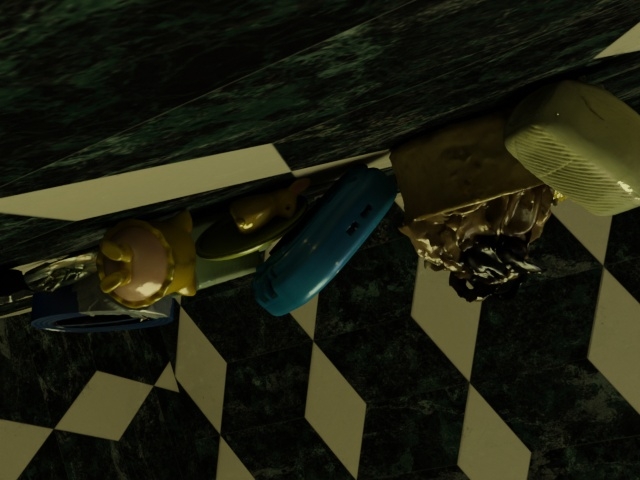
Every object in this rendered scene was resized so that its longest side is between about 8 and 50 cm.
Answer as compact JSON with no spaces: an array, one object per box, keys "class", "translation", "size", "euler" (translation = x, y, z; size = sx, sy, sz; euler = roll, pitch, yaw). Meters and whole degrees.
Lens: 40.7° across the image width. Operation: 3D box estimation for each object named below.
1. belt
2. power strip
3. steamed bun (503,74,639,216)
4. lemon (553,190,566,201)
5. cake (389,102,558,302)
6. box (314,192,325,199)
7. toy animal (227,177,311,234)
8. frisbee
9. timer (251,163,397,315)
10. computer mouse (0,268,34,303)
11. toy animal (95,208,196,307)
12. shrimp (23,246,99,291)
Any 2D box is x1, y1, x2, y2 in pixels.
[{"class":"belt","translation":[-0.476,0.124,1.869],"size":[0.347,0.117,0.212],"euler":[-8,161,26]},{"class":"power strip","translation":[-0.211,0.018,1.800],"size":[0.224,0.139,0.140],"euler":[-16,177,-38]},{"class":"steamed bun","translation":[0.415,-0.155,1.318],"size":[0.152,0.239,0.170],"euler":[-58,-174,-12]},{"class":"lemon","translation":[0.491,-0.169,1.973],"size":[0.231,0.192,0.192],"euler":[-10,-178,23]},{"class":"cake","translation":[0.305,-0.055,1.533],"size":[0.332,0.321,0.332],"euler":[-16,180,0]},{"class":"box","translation":[0.029,-0.115,2.120],"size":[0.083,0.012,0.046],"euler":[-16,178,12]},{"class":"toy animal","translation":[-0.084,-0.066,1.561],"size":[0.159,0.070,0.083],"euler":[-24,-169,-10]},{"class":"frisbee","translation":[-0.130,-0.026,1.635],"size":[0.236,0.017,0.236],"euler":[-20,-158,8]},{"class":"timer","translation":[0.000,0.000,1.671],"size":[0.309,0.115,0.340],"euler":[-51,-174,-20]},{"class":"computer mouse","translation":[-0.574,0.079,1.535],"size":[0.099,0.057,0.172],"euler":[-19,-169,-31]},{"class":"toy animal","translation":[-0.279,0.031,1.402],"size":[0.156,0.156,0.230],"euler":[-18,-179,21]},{"class":"shrimp","translation":[-0.517,0.060,1.702],"size":[0.217,0.051,0.150],"euler":[-26,172,26]}]
